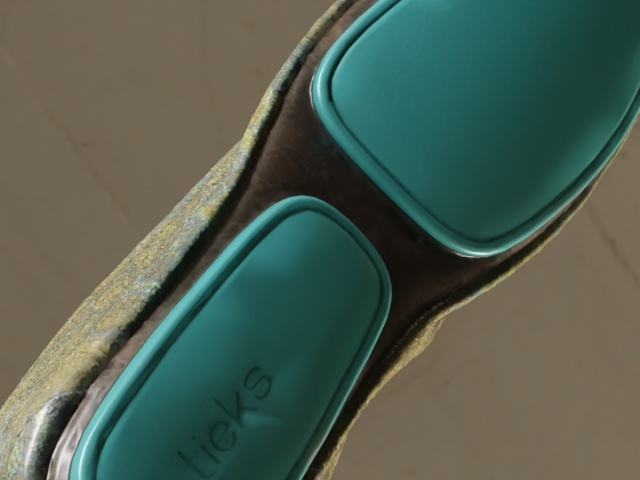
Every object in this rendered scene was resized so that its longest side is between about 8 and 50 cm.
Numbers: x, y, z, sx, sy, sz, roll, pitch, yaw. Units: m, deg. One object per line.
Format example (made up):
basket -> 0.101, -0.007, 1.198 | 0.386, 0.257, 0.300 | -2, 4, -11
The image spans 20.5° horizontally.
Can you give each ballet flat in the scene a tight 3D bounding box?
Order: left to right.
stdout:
ballet flat -> 0.000, 0.000, 0.640 | 0.123, 0.123, 0.348 | 51, -123, -15
